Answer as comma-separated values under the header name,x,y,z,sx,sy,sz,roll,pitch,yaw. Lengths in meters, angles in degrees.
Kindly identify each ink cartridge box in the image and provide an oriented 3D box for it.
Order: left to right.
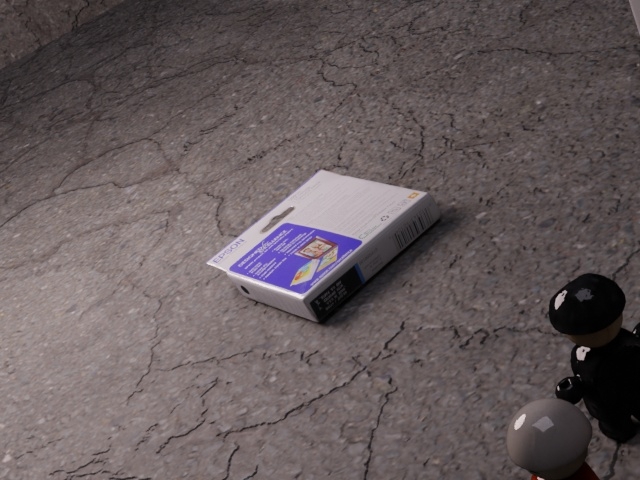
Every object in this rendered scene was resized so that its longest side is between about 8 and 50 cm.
name,x,y,z,sx,sy,sz,roll,pitch,yaw
ink cartridge box,0.000,0.000,1.353,0.206,0.045,0.208,-40,32,-23

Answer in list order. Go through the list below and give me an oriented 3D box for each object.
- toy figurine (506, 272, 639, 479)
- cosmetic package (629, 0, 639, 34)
name,x,y,z,sx,sy,sz,roll,pitch,yaw
toy figurine,0.254,0.123,0.825,0.209,0.148,0.213,-6,34,34
cosmetic package,0.378,-0.076,0.826,0.197,0.365,0.155,-41,30,-22
